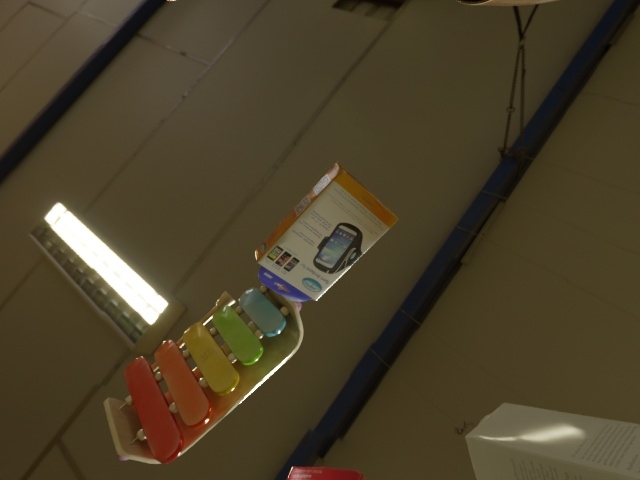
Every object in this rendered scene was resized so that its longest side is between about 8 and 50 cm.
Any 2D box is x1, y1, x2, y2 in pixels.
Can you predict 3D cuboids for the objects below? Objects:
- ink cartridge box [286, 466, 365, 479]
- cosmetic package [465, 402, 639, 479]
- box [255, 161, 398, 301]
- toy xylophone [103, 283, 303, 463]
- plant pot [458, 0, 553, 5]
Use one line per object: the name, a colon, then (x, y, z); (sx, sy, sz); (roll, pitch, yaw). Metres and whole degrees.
ink cartridge box: (-0.014, 0.500, 0.545); (0.131, 0.306, 0.225); (-6, -74, 23)
cosmetic package: (0.326, 0.290, 0.550); (0.231, 0.118, 0.085); (-17, -92, 54)
box: (0.000, 0.000, 0.415); (0.136, 0.081, 0.028); (-45, -151, 15)
toy xylophone: (-0.181, 0.180, 0.657); (0.322, 0.081, 0.236); (-45, -139, -21)
plant pot: (0.342, -0.451, 0.629); (0.231, 0.215, 0.215); (-4, -127, -27)
